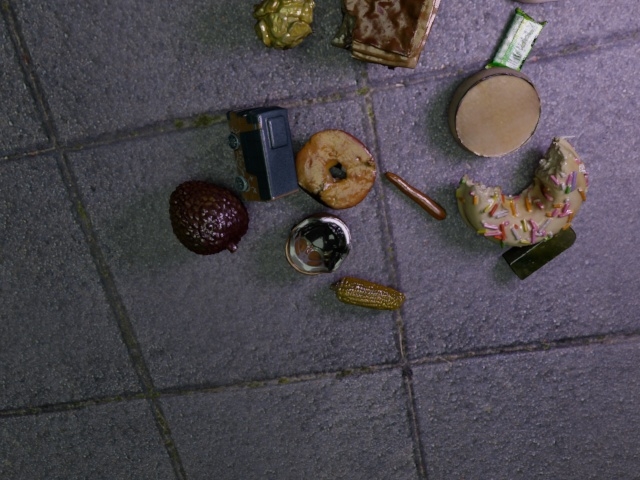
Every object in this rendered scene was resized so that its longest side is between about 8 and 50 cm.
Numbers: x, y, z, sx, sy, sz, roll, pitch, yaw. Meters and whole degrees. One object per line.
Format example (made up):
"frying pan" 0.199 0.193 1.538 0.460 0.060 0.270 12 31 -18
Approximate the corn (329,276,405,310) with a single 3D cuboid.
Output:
"corn" 0.159 0.183 1.636 0.262 0.097 0.096 12 111 -6

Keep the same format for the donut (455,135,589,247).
"donut" 0.615 -0.118 1.449 0.372 0.150 0.307 -22 122 14

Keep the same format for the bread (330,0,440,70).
"bread" 0.135 -0.651 1.281 0.371 0.191 0.313 22 116 8

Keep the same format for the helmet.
"helmet" 0.000 0.000 1.557 0.224 0.130 0.198 -39 100 26

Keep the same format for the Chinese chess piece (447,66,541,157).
"Chinese chess piece" 0.503 -0.369 1.395 0.258 0.104 0.256 2 116 4

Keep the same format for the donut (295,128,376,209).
"donut" 0.047 -0.220 1.480 0.254 0.118 0.253 0 113 1

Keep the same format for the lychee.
"lychee" -0.351 -0.071 1.495 0.271 0.236 0.236 43 107 3

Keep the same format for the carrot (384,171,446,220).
"carrot" 0.305 -0.143 1.534 0.248 0.043 0.043 36 108 -9

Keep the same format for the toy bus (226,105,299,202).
"toy bus" -0.170 -0.259 1.432 0.167 0.139 0.274 8 114 41

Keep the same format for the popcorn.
"popcorn" -0.095 -0.604 1.300 0.174 0.195 0.168 42 113 -12

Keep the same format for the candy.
"candy" 0.558 -0.557 1.372 0.102 0.032 0.178 22 112 -2

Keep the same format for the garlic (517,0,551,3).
"garlic" 0.632 -0.748 1.259 0.228 0.110 0.217 -3 107 5

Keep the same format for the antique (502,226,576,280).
"antique" 0.713 0.025 1.557 0.221 0.080 0.081 -38 105 14
